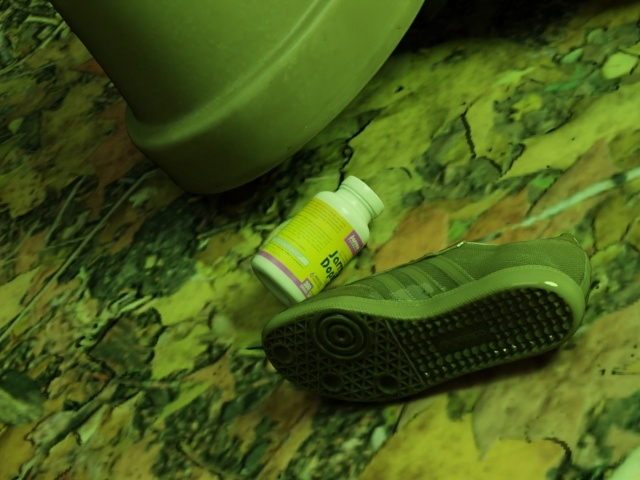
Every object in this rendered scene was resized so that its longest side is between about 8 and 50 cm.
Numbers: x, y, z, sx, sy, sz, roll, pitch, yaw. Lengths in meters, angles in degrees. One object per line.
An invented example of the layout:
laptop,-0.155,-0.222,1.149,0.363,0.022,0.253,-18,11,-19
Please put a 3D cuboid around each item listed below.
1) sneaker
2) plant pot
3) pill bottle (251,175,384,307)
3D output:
sneaker,0.061,0.040,0.938,0.188,0.066,0.071,-9,27,25
plant pot,-0.088,-0.198,1.122,0.263,0.229,0.263,-39,28,25
pill bottle,0.000,0.000,1.032,0.083,0.043,0.043,-46,37,-12
